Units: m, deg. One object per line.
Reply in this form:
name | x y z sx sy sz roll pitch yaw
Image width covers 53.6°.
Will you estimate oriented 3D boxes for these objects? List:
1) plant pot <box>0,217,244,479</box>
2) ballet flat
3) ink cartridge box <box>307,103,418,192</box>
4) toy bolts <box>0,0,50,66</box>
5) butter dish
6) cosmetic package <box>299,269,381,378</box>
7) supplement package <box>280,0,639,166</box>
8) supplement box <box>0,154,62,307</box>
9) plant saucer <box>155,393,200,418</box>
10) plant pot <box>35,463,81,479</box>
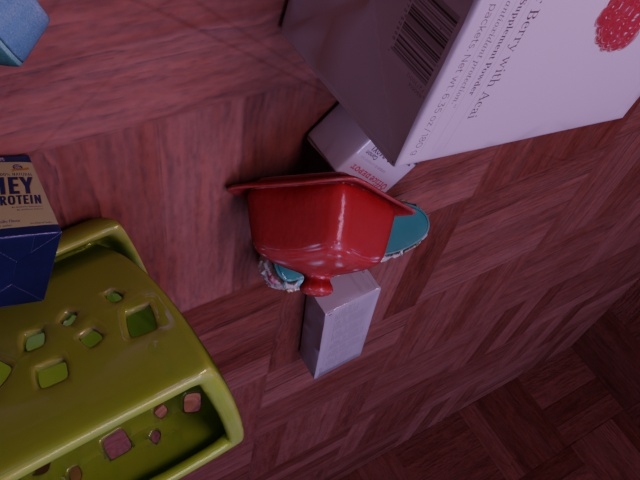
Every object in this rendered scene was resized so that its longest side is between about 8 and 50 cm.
plant pot | -0.222 0.124 0.578 0.227 0.207 0.228 -27 152 -15
ballet flat | 0.025 0.001 0.813 0.241 0.091 0.077 -15 178 -25
ink cartridge box | 0.077 -0.124 0.662 0.150 0.063 0.109 -43 152 16
toy bolts | -0.167 -0.131 0.263 0.158 0.218 0.228 -37 171 -8
butter dish | 0.000 0.000 0.663 0.160 0.118 0.160 -1 169 31
cosmetic package | 0.025 0.134 1.025 0.099 0.060 0.239 -25 151 -21
supplement package | 0.151 -0.198 0.501 0.293 0.175 0.177 -16 147 -32
supplement box | -0.243 -0.006 0.478 0.056 0.083 0.083 -8 143 -41
plant saucer | -0.230 0.267 1.012 0.084 0.013 0.083 -26 151 -15
plant pot | -0.377 0.308 0.726 0.212 0.212 0.187 -50 161 28
